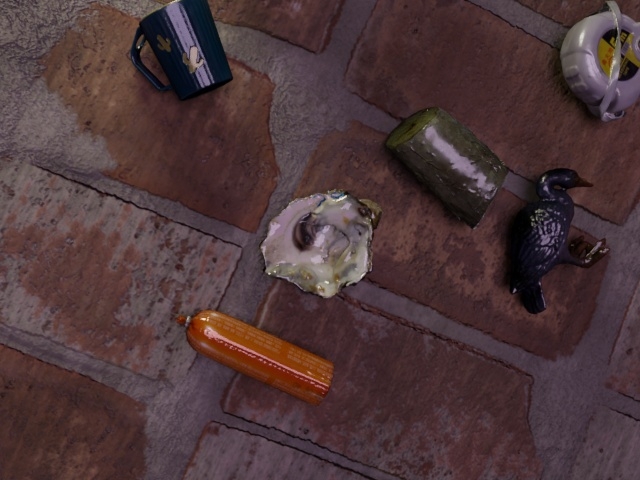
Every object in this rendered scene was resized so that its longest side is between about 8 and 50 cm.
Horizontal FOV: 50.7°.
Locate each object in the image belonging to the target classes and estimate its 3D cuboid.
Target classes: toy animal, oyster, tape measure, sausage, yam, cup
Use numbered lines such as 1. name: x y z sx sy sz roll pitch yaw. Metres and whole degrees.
1. toy animal: 0.474 0.002 1.385 0.185 0.122 0.298 30 92 -21
2. oyster: 0.000 0.000 1.308 0.223 0.083 0.214 16 84 -6
3. tape measure: 0.598 -0.379 1.404 0.197 0.120 0.236 34 79 -16
4. sausage: -0.128 0.211 1.279 0.312 0.093 0.093 26 85 -10
5. yam: 0.261 -0.148 1.322 0.254 0.154 0.154 44 82 -7
6. cup: -0.257 -0.340 1.241 0.176 0.131 0.155 -21 99 19
